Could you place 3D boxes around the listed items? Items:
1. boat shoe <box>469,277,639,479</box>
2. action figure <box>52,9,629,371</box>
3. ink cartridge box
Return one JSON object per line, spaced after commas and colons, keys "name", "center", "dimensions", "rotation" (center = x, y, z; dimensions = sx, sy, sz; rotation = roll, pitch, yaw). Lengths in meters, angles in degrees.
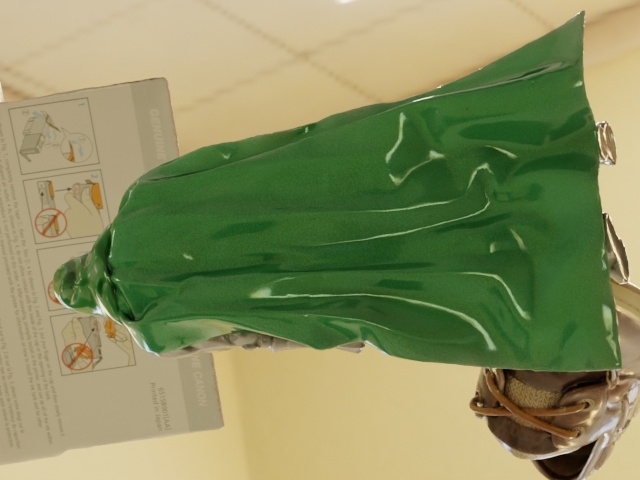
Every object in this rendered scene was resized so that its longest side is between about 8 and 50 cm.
{"name": "boat shoe", "center": [0.171, 0.101, 1.375], "dimensions": [0.123, 0.123, 0.342], "rotation": [23, 166, 15]}
{"name": "action figure", "center": [0.000, 0.000, 0.752], "dimensions": [0.232, 0.137, 0.063], "rotation": [-9, 158, 19]}
{"name": "ink cartridge box", "center": [-0.204, 0.020, 1.325], "dimensions": [0.239, 0.060, 0.275], "rotation": [-9, 115, -3]}
